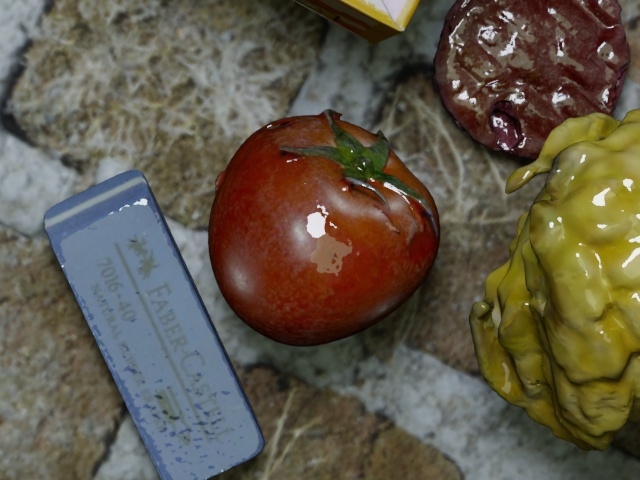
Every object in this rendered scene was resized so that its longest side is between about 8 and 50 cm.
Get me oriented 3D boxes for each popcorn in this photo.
[{"bbox_3d":[0.202,0.026,1.310,0.190,0.250,0.250,9,93,7],"label":"popcorn"}]

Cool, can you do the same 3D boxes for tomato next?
[{"bbox_3d":[0.000,0.000,1.341,0.167,0.167,0.167,0,94,-6],"label":"tomato"}]

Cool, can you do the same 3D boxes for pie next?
[{"bbox_3d":[0.154,-0.133,1.399,0.153,0.038,0.154,0,92,-8],"label":"pie"}]

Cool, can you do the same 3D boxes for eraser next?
[{"bbox_3d":[-0.120,0.064,1.386,0.082,0.036,0.225,-24,96,-2],"label":"eraser"}]

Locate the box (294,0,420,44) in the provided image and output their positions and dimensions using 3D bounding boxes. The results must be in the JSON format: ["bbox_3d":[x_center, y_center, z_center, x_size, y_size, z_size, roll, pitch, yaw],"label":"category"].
[{"bbox_3d":[0.001,-0.316,1.283,0.259,0.214,0.284,29,90,-4],"label":"box"}]
